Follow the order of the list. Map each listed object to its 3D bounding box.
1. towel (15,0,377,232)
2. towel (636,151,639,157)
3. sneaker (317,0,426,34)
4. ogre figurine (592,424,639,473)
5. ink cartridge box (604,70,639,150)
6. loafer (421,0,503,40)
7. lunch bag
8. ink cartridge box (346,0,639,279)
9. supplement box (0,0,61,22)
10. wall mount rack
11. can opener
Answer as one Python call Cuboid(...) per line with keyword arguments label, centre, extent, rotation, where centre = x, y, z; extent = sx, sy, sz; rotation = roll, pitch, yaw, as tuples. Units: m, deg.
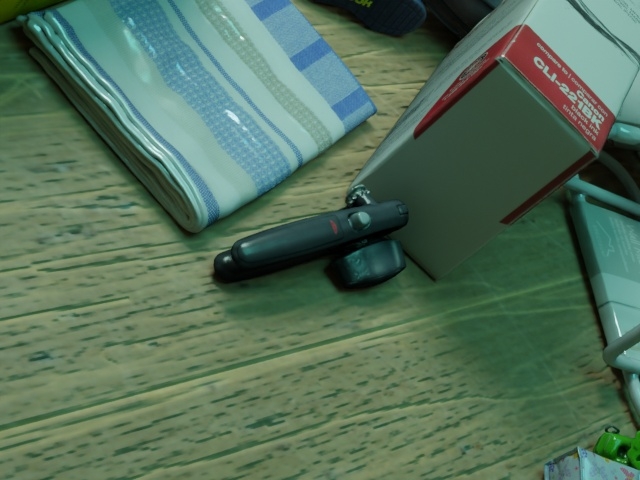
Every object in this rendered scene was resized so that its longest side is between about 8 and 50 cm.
Cuboid(label="towel", centre=(-0.084, -0.136, 1.094), extent=(0.209, 0.034, 0.285), rotation=(50, 39, 3))
Cuboid(label="towel", centre=(0.362, -0.175, 1.489), extent=(0.144, 0.029, 0.197), rotation=(-30, 79, -24))
Cuboid(label="sneaker", centre=(0.038, -0.241, 1.278), extent=(0.144, 0.053, 0.059), rotation=(23, 43, -28))
Cuboid(label="ogre figurine", centre=(0.326, 0.198, 1.094), extent=(0.118, 0.197, 0.097), rotation=(37, 50, -43))
Cuboid(label="ink cartridge box", centre=(0.362, -0.126, 1.335), extent=(0.191, 0.082, 0.139), rotation=(13, -3, 15))
Cuboid(label="loafer", centre=(0.164, -0.238, 1.355), extent=(0.302, 0.095, 0.109), rotation=(39, 59, -32))
Cuboid(label="lunch bag", centre=(0.213, 0.211, 1.056), extent=(0.071, 0.053, 0.083), rotation=(24, 53, -24))
Cuboid(label="ink cartridge box", centre=(0.164, -0.120, 1.174), extent=(0.114, 0.197, 0.273), rotation=(43, 40, -7))
Cuboid(label="supplement box", centre=(-0.223, -0.293, 0.974), extent=(0.194, 0.195, 0.356), rotation=(49, 39, 3))
Cuboid(label="wall mount rack", centre=(0.368, 0.034, 1.282), extent=(0.304, 0.130, 0.350), rotation=(16, 49, -33))
Cuboid(label="can opener", centre=(0.000, 0.000, 1.034), extent=(0.186, 0.059, 0.073), rotation=(-8, 64, -45))
